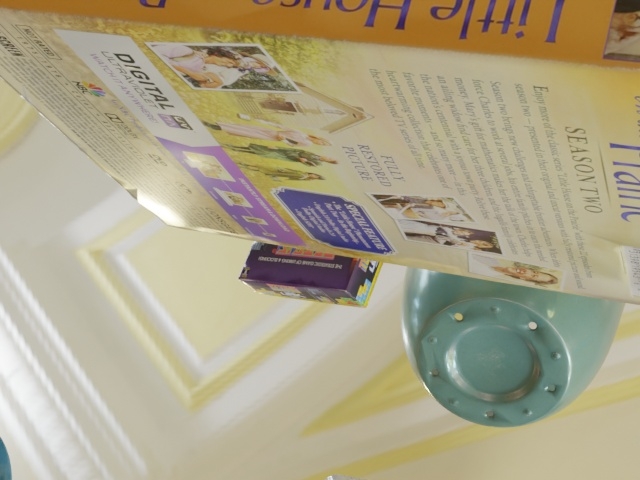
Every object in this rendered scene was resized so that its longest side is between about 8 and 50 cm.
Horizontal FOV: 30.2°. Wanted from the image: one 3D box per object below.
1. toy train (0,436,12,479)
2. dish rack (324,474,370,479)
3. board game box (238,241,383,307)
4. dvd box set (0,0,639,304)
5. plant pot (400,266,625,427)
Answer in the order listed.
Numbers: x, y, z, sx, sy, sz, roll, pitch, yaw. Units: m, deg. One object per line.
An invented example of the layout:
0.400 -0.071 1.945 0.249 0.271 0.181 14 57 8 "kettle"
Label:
-0.270 0.136 0.593 0.143 0.248 0.105 36 -62 37 "toy train"
0.078 0.264 0.803 0.072 0.333 0.285 -99 -149 -49 "dish rack"
0.000 0.000 1.398 0.170 0.048 0.141 4 -116 40 "board game box"
0.046 -0.057 0.642 0.421 0.307 0.062 9 -107 22 "dvd box set"
0.231 0.094 1.481 0.293 0.235 0.292 8 -60 13 "plant pot"
